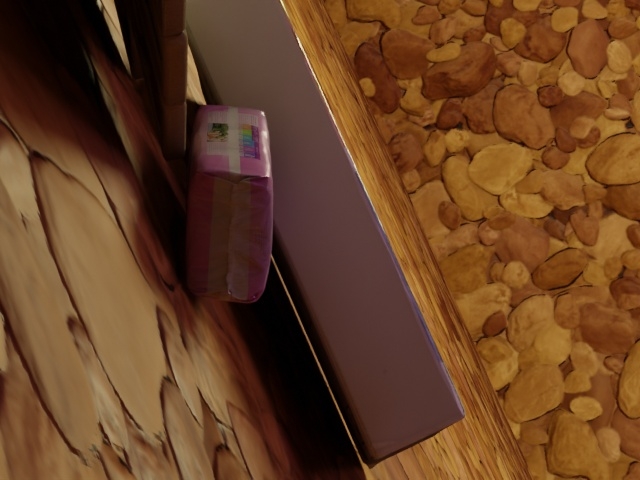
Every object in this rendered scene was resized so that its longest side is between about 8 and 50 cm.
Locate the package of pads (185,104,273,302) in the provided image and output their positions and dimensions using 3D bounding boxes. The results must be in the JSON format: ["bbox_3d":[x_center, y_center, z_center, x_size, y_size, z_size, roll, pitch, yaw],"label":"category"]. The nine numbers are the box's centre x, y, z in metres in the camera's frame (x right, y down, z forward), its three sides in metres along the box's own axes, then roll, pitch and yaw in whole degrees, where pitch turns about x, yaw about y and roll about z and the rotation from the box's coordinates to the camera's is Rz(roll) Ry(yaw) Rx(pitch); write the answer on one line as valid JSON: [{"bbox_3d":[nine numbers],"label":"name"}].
[{"bbox_3d":[-0.034,-0.015,0.637,0.083,0.032,0.050,-100,-164,-68],"label":"package of pads"}]

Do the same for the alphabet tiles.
[{"bbox_3d":[-0.090,-0.212,0.590,0.285,0.011,0.342,105,-29,-73],"label":"alphabet tiles"}]

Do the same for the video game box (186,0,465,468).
[{"bbox_3d":[0.000,0.000,0.770,0.187,0.048,0.205,102,-35,-81],"label":"video game box"}]
